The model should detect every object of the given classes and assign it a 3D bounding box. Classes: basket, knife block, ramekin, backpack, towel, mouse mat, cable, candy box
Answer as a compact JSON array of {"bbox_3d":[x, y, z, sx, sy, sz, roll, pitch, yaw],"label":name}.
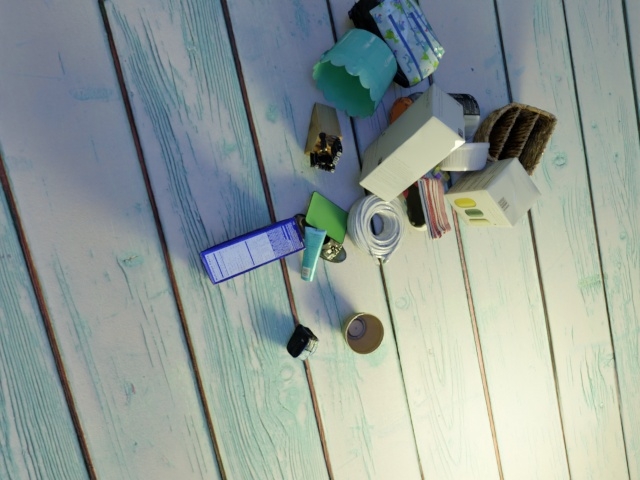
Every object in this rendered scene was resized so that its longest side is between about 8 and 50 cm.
[{"bbox_3d":[0.807,-0.435,1.736,0.214,0.223,0.299,31,83,-17],"label":"basket"},{"bbox_3d":[0.025,-0.380,1.467,0.088,0.242,0.275,12,88,-19],"label":"knife block"},{"bbox_3d":[0.582,-0.345,1.679,0.207,0.207,0.108,-6,103,-18],"label":"ramekin"},{"bbox_3d":[-0.065,0.392,1.543,0.084,0.105,0.114,32,92,-38],"label":"backpack"},{"bbox_3d":[0.519,-0.279,1.757,0.083,0.009,0.060,46,79,-15],"label":"towel"},{"bbox_3d":[0.452,-0.132,1.604,0.037,0.329,0.236,-12,92,27],"label":"towel"},{"bbox_3d":[0.029,-0.087,1.558,0.190,0.007,0.152,32,55,-24],"label":"mouse mat"},{"bbox_3d":[0.229,-0.062,1.620,0.257,0.089,0.257,-43,108,-19],"label":"cable"},{"bbox_3d":[0.292,-0.750,1.524,0.274,0.290,0.355,-25,106,2],"label":"backpack"},{"bbox_3d":[-0.240,0.034,1.383,0.317,0.268,0.122,-21,95,-16],"label":"candy box"}]

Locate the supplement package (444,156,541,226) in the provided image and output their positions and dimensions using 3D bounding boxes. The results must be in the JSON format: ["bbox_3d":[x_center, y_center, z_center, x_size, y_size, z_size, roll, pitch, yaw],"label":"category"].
[{"bbox_3d":[0.702,-0.189,1.688,0.198,0.263,0.199,-44,104,-12],"label":"supplement package"}]

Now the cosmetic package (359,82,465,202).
[{"bbox_3d":[0.321,-0.339,1.468,0.156,0.385,0.217,29,47,-18],"label":"cosmetic package"}]

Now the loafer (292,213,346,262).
[{"bbox_3d":[0.000,0.000,1.557,0.268,0.084,0.096,40,80,-16],"label":"loafer"}]

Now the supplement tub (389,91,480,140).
[{"bbox_3d":[0.451,-0.489,1.630,0.316,0.194,0.193,-5,94,-17],"label":"supplement tub"}]

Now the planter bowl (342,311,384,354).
[{"bbox_3d":[0.154,0.356,1.610,0.162,0.109,0.161,-1,92,-19],"label":"planter bowl"}]

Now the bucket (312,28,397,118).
[{"bbox_3d":[0.129,-0.604,1.483,0.281,0.281,0.183,37,79,-16],"label":"bucket"}]

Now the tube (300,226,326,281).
[{"bbox_3d":[-0.034,0.051,1.529,0.080,0.052,0.206,8,111,-8],"label":"tube"}]

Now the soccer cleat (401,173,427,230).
[{"bbox_3d":[0.390,-0.195,1.679,0.116,0.143,0.330,-11,77,24],"label":"soccer cleat"}]
